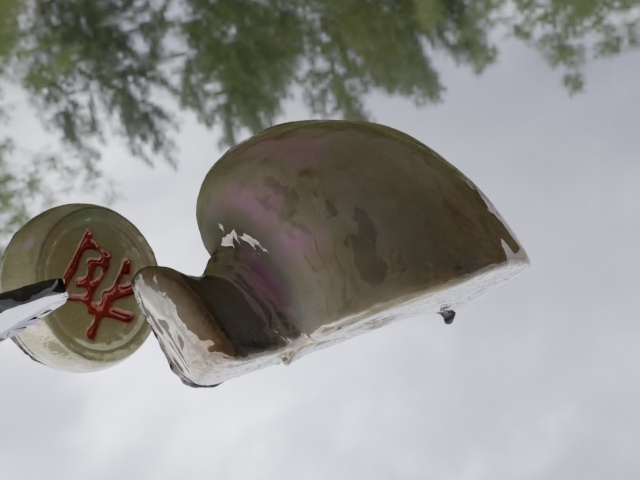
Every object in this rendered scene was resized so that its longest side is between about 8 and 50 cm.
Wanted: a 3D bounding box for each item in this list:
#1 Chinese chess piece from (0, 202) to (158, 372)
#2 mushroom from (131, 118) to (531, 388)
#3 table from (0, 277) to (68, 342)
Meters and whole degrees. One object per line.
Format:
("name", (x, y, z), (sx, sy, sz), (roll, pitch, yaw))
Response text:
("Chinese chess piece", (-0.170, 0.033, 0.946), (0.051, 0.122, 0.122), (-12, -156, 41))
("mushroom", (0.011, -0.018, 0.825), (0.236, 0.162, 0.173), (-16, 168, -33))
("table", (-0.305, -0.021, 0.592), (0.317, 0.249, 0.317), (-25, 177, -2))
